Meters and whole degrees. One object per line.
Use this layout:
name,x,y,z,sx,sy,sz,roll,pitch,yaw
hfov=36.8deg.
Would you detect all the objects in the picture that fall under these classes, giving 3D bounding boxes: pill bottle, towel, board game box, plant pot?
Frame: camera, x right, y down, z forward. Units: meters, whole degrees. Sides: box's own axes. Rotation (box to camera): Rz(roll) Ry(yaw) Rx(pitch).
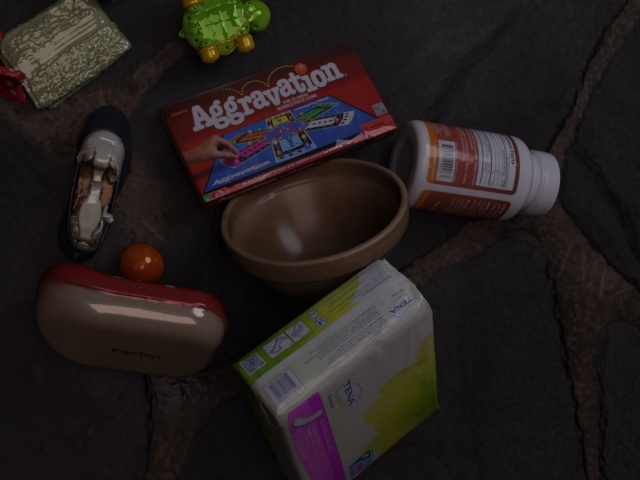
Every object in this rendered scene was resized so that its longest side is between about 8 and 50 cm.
pill bottle,0.211,-0.091,1.318,0.216,0.121,0.121,7,85,-17
towel,-0.323,-0.242,1.209,0.148,0.027,0.110,-39,99,-15
board game box,-0.054,-0.157,1.267,0.281,0.027,0.145,-23,75,-17
plant pot,0.000,0.000,1.220,0.237,0.237,0.110,-25,126,-17

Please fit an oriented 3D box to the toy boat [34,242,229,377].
toy boat,-0.229,0.070,1.181,0.231,0.151,0.151,11,54,-17

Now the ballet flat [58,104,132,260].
ballet flat,-0.276,-0.073,1.193,0.074,0.074,0.203,15,83,-16

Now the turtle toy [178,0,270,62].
turtle toy,-0.124,-0.283,1.252,0.130,0.066,0.095,-19,95,-18

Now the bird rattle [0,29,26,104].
bird rattle,-0.467,-0.176,1.081,0.253,0.207,0.143,2,105,-8

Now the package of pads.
package of pads,0.037,0.179,1.173,0.229,0.296,0.101,-36,57,-15
